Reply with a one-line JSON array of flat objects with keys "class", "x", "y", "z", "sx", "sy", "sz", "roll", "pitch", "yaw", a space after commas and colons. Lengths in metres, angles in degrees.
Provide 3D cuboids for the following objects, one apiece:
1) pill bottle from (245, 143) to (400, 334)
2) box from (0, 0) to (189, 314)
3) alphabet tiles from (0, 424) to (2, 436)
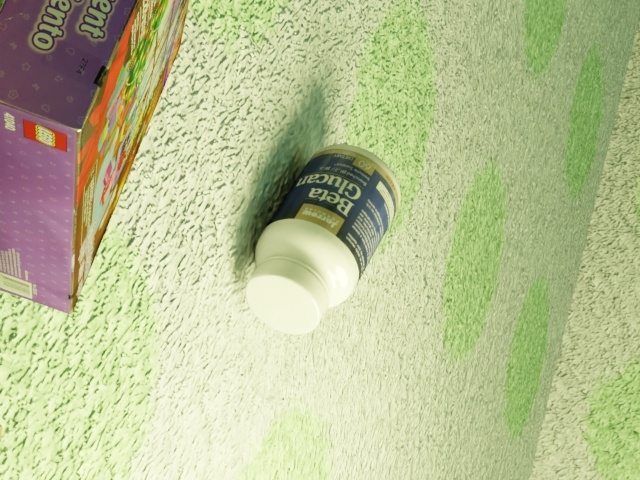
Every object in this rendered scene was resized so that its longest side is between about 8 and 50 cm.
[{"class": "pill bottle", "x": 0.000, "y": 0.000, "z": 1.145, "sx": 0.169, "sy": 0.094, "sz": 0.094, "roll": -60, "pitch": 150, "yaw": -42}, {"class": "box", "x": -0.119, "y": -0.095, "z": 0.699, "sx": 0.293, "sy": 0.057, "sz": 0.201, "roll": 122, "pitch": -13, "yaw": -69}, {"class": "alphabet tiles", "x": -0.279, "y": 0.168, "z": 0.653, "sx": 0.342, "sy": 0.011, "sz": 0.285, "roll": 26, "pitch": 75, "yaw": -67}]
